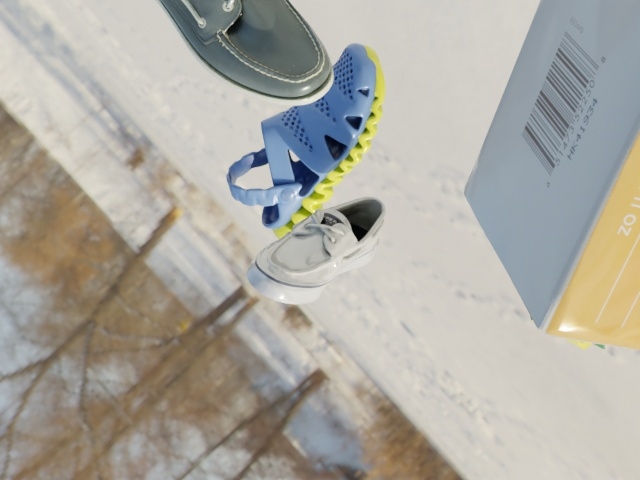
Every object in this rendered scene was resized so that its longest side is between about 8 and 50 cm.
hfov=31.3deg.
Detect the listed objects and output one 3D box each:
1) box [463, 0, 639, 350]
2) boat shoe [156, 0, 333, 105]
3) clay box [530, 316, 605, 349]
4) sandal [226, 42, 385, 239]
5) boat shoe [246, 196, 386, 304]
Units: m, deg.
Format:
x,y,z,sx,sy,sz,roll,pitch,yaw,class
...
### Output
x,y,z,sx,sy,sz,roll,pitch,yaw,class
0.296,-0.049,0.685,0.345,0.215,0.168,10,-151,-16,box
-0.111,-0.270,1.229,0.319,0.116,0.099,45,163,15,boat shoe
0.397,0.086,1.904,0.127,0.053,0.222,28,-143,-25,clay box
-0.023,-0.134,1.559,0.138,0.317,0.126,20,-152,-23,sandal
0.000,0.000,1.391,0.095,0.084,0.258,31,-152,15,boat shoe
